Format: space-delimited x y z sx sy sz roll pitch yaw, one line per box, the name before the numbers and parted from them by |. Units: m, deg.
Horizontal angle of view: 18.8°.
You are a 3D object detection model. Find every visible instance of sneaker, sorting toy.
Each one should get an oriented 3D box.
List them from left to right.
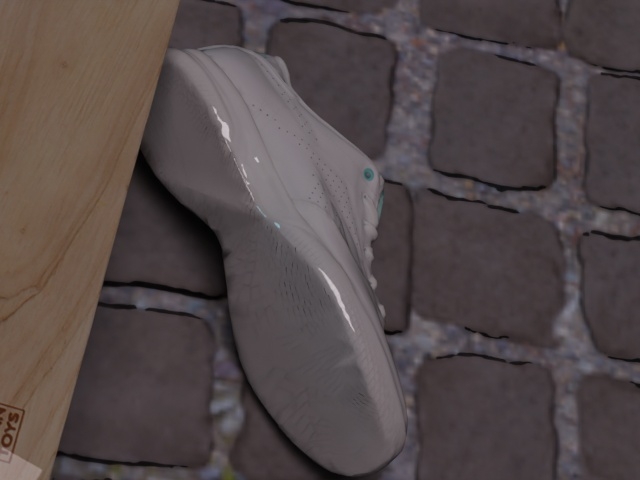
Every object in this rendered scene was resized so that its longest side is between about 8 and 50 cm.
sorting toy | -0.214 -0.024 0.792 0.256 0.089 0.257 17 62 -9
sneaker | 0.000 0.000 0.864 0.094 0.080 0.212 -13 71 -42
